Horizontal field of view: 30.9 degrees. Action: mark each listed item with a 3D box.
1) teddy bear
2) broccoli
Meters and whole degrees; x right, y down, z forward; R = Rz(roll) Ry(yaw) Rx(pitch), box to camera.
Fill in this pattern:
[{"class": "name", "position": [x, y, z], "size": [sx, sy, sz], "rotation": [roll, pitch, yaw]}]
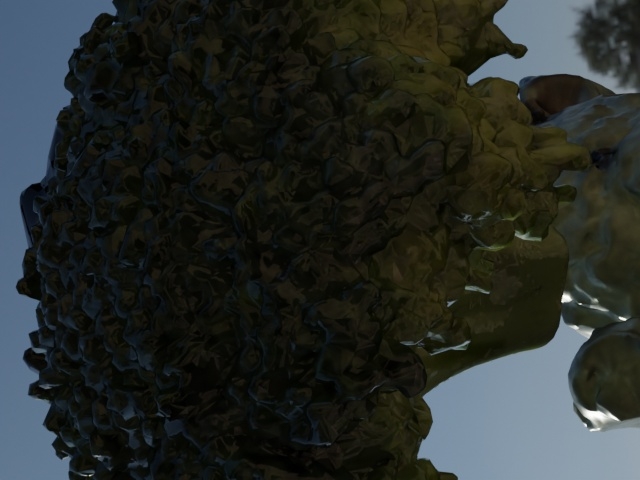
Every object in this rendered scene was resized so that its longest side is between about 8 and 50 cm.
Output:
[{"class": "teddy bear", "position": [0.242, -0.017, 0.625], "size": [0.362, 0.327, 0.375], "rotation": [60, 159, 12]}, {"class": "broccoli", "position": [0.000, 0.000, 0.480], "size": [0.243, 0.247, 0.262], "rotation": [6, -115, -40]}]
